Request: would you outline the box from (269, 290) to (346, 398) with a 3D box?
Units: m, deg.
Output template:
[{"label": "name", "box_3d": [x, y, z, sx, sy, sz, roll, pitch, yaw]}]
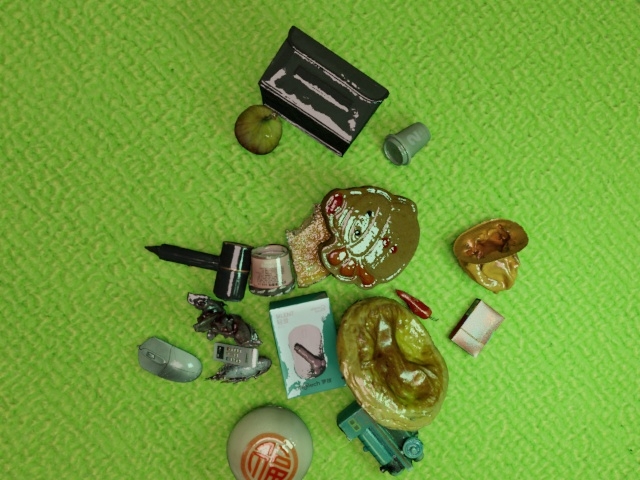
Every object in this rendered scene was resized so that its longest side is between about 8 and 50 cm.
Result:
[{"label": "box", "box_3d": [-0.044, 0.340, 1.650, 0.205, 0.118, 0.311, -11, 92, -7]}]

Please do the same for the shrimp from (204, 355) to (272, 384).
[{"label": "shrimp", "box_3d": [-0.274, 0.426, 1.654, 0.233, 0.079, 0.090, -15, 56, -2]}]

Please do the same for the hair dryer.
[{"label": "hair dryer", "box_3d": [-0.404, 0.078, 1.635, 0.353, 0.107, 0.188, 11, 92, 3]}]

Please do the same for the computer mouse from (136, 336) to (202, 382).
[{"label": "computer mouse", "box_3d": [-0.496, 0.391, 1.633, 0.229, 0.068, 0.113, 23, 87, -5]}]

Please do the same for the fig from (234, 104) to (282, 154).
[{"label": "fig", "box_3d": [-0.170, -0.367, 1.589, 0.143, 0.231, 0.160, -12, 85, -45]}]

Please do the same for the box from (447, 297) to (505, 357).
[{"label": "box", "box_3d": [0.537, 0.301, 1.735, 0.112, 0.048, 0.175, 37, 88, -5]}]

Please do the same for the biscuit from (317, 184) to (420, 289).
[{"label": "biscuit", "box_3d": [0.153, -0.022, 1.629, 0.381, 0.074, 0.358, 36, 83, -28]}]

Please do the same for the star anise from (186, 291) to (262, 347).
[{"label": "star anise", "box_3d": [-0.311, 0.263, 1.590, 0.283, 0.212, 0.129, 30, 75, -12]}]

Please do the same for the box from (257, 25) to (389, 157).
[{"label": "box", "box_3d": [0.002, -0.447, 1.577, 0.345, 0.251, 0.204, 33, 88, -4]}]

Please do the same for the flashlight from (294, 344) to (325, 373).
[{"label": "flashlight", "box_3d": [-0.038, 0.369, 1.577, 0.110, 0.031, 0.052, 40, 65, -1]}]

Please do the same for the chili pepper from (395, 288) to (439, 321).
[{"label": "chili pepper", "box_3d": [0.326, 0.224, 1.711, 0.191, 0.059, 0.050, 37, 95, -7]}]

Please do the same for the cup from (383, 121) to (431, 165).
[{"label": "cup", "box_3d": [0.293, -0.325, 1.679, 0.141, 0.120, 0.120, -35, 94, -17]}]

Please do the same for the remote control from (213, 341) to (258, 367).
[{"label": "remote control", "box_3d": [-0.275, 0.370, 1.627, 0.166, 0.029, 0.065, 3, 87, 29]}]

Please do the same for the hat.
[{"label": "hat", "box_3d": [0.588, 0.089, 1.706, 0.234, 0.244, 0.233, -3, 125, 23]}]

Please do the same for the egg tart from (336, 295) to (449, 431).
[{"label": "egg tart", "box_3d": [0.205, 0.392, 1.592, 0.443, 0.178, 0.442, 23, 48, -28]}]

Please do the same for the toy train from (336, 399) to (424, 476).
[{"label": "toy train", "box_3d": [0.209, 0.647, 1.682, 0.194, 0.120, 0.298, -39, 94, 4]}]

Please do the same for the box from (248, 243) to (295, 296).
[{"label": "box", "box_3d": [-0.159, 0.090, 1.604, 0.151, 0.151, 0.135, -4, 106, -5]}]

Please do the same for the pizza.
[{"label": "pizza", "box_3d": [0.000, 0.000, 1.663, 0.323, 0.089, 0.223, -43, 102, -5]}]

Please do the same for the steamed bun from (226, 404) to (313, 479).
[{"label": "steamed bun", "box_3d": [-0.162, 0.683, 1.613, 0.283, 0.177, 0.282, 0, 91, -6]}]
